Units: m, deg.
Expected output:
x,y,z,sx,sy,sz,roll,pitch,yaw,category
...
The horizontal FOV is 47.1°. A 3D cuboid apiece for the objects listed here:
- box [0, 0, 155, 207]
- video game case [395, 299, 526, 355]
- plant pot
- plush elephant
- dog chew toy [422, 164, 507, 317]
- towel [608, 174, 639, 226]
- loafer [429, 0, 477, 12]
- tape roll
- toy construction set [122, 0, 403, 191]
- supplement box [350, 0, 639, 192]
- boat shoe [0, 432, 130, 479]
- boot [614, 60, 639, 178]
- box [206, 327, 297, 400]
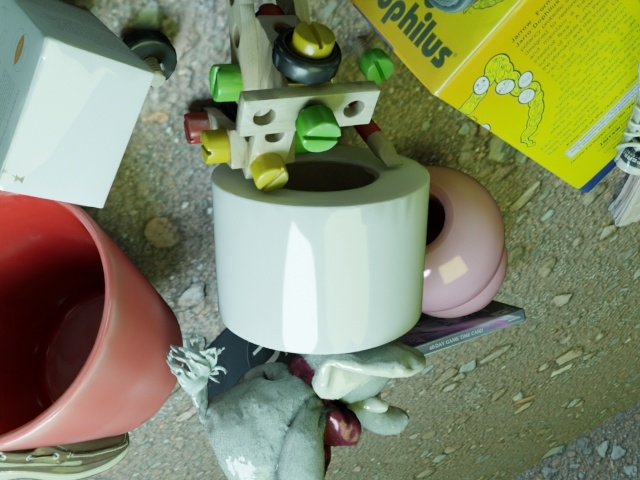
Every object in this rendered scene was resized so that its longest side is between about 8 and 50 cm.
x,y,z,sx,sy,sz,roll,pitch,yaw,category
-0.232,-0.127,0.628,0.091,0.170,0.130,11,114,-42,box
0.178,0.148,1.250,0.274,0.196,0.026,-15,100,-20,video game case
-0.292,0.108,0.822,0.275,0.274,0.243,-33,154,2,plant pot
-0.004,0.199,0.892,0.256,0.272,0.329,-27,115,-8,plush elephant
0.185,0.023,1.094,0.207,0.206,0.332,-37,150,9,dog chew toy
0.705,-0.181,1.327,0.332,0.053,0.316,-15,141,-19,towel
0.141,-0.330,0.614,0.084,0.096,0.267,-24,131,-30,loafer
0.000,0.000,0.848,0.246,0.246,0.169,-11,113,-25,tape roll
-0.019,-0.130,0.734,0.309,0.237,0.257,10,127,-42,toy construction set
0.244,-0.226,0.841,0.357,0.194,0.195,19,121,-45,supplement box
-0.404,0.299,1.087,0.258,0.095,0.095,-1,128,-34,boat shoe
0.378,-0.124,0.805,0.123,0.095,0.258,-51,141,13,boot
-0.048,0.183,1.134,0.270,0.165,0.143,-47,140,19,box
